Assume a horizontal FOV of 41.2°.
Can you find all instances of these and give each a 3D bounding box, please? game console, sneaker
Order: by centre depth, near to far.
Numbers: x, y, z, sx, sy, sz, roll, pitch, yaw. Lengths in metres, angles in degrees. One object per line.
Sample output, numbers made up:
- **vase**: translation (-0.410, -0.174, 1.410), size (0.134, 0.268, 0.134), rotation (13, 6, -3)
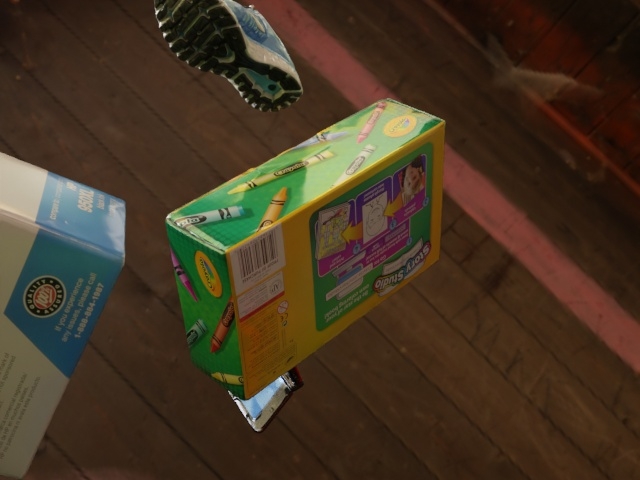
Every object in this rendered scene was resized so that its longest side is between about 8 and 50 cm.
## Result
- **sneaker**: translation (-0.082, -0.180, 0.742), size (0.162, 0.063, 0.073), rotation (39, -148, -41)
- **game console**: translation (-0.093, 0.146, 1.078), size (0.085, 0.124, 0.144), rotation (-32, -133, -12)

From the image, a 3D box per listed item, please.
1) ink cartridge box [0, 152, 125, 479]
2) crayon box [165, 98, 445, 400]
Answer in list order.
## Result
- **ink cartridge box**: translation (-0.431, 0.034, 0.849), size (0.394, 0.286, 0.166), rotation (23, -162, -21)
- **crayon box**: translation (0.000, 0.000, 0.788), size (0.081, 0.165, 0.278), rotation (28, -134, 36)
